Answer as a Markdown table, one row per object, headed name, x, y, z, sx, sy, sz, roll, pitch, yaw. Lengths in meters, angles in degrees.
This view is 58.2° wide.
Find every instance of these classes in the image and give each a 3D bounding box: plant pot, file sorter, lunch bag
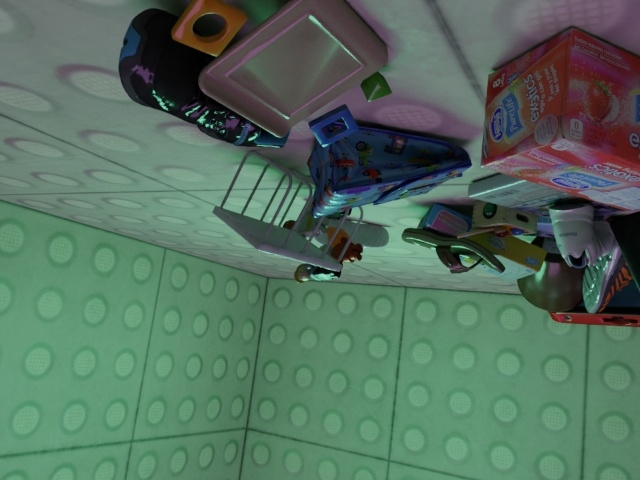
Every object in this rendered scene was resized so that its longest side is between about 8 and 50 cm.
| name | x | y | z | sx | sy | sz | roll | pitch | yaw |
| --- | --- | --- | --- | --- | --- | --- | --- | --- | --- |
| plant pot | 0.673 | 0.063 | 1.652 | 0.215 | 0.215 | 0.230 | 3 | 154 | 23 |
| plant pot | 0.749 | 0.000 | 1.165 | 0.187 | 0.188 | 0.167 | -10 | 161 | -22 |
| file sorter | -0.061 | -0.066 | 1.331 | 0.277 | 0.173 | 0.193 | 18 | -167 | -48 |
| lunch bag | 0.137 | -0.138 | 1.130 | 0.293 | 0.138 | 0.221 | -4 | 171 | -10 |

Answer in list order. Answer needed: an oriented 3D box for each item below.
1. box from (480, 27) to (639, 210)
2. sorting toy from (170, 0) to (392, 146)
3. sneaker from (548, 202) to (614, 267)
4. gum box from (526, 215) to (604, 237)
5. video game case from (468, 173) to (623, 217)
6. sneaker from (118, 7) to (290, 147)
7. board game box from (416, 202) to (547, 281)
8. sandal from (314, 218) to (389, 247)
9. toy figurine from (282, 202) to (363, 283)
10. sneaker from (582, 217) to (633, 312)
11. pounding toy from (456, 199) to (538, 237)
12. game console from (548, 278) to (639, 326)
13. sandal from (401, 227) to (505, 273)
| name | x | y | z | sx | sy | sz | roll | pitch | yaw |
| --- | --- | --- | --- | --- | --- | --- | --- | --- | --- |
| box | 0.384 | -0.145 | 0.775 | 0.299 | 0.142 | 0.154 | 12 | 169 | -22 |
| sorting toy | -0.034 | -0.230 | 0.734 | 0.196 | 0.047 | 0.347 | -32 | 152 | 23 |
| sneaker | 0.592 | 0.006 | 1.308 | 0.111 | 0.129 | 0.297 | -5 | 166 | 41 |
| gum box | 0.619 | -0.041 | 1.479 | 0.184 | 0.041 | 0.157 | 5 | 170 | 20 |
| video game case | 0.531 | -0.106 | 1.201 | 0.299 | 0.036 | 0.329 | 11 | 168 | -22 |
| sneaker | -0.142 | -0.212 | 0.797 | 0.139 | 0.125 | 0.341 | 21 | -176 | 16 |
| board game box | 0.429 | 0.012 | 1.597 | 0.316 | 0.064 | 0.242 | 24 | 171 | 4 |
| sandal | 0.089 | -0.011 | 1.854 | 0.265 | 0.102 | 0.076 | 8 | 167 | -16 |
| toy figurine | 0.000 | 0.000 | 1.595 | 0.148 | 0.213 | 0.209 | -5 | -159 | 35 |
| sneaker | 0.804 | 0.079 | 1.485 | 0.180 | 0.125 | 0.321 | 2 | 136 | 4 |
| pounding toy | 0.433 | -0.047 | 1.410 | 0.141 | 0.100 | 0.130 | 14 | 168 | -30 |
| game console | 0.904 | 0.136 | 1.711 | 0.342 | 0.060 | 0.386 | -38 | -162 | -30 |
| sandal | 0.341 | 0.041 | 1.501 | 0.302 | 0.086 | 0.120 | 16 | 169 | 41 |
